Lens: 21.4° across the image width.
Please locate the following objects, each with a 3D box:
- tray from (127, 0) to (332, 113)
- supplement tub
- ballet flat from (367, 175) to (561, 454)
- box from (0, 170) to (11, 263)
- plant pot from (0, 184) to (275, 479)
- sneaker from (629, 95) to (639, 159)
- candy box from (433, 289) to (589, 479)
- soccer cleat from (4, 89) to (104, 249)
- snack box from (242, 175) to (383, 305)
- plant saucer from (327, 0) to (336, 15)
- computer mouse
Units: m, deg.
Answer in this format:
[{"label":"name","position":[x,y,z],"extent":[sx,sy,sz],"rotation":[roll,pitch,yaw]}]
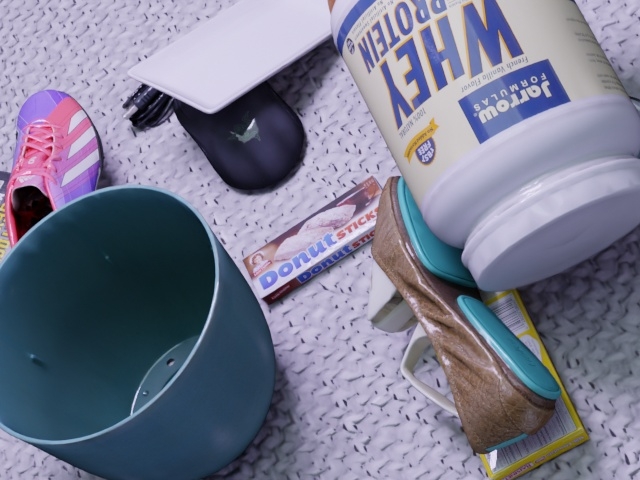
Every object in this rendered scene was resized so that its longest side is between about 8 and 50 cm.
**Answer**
[{"label":"tray","position":[-0.086,-0.227,2.024],"extent":[0.145,0.030,0.270],"rotation":[26,48,35]},{"label":"supplement tub","position":[0.174,-0.137,1.682],"extent":[0.235,0.235,0.325],"rotation":[-29,72,10]},{"label":"ballet flat","position":[0.118,0.079,1.710],"extent":[0.124,0.116,0.342],"rotation":[-47,50,21]},{"label":"box","position":[-0.378,0.035,2.067],"extent":[0.183,0.056,0.231],"rotation":[13,68,35]},{"label":"plant pot","position":[-0.183,0.126,1.784],"extent":[0.293,0.235,0.293],"rotation":[-14,55,20]},{"label":"sneaker","position":[0.251,-0.120,1.802],"extent":[0.223,0.083,0.098],"rotation":[19,76,36]},{"label":"candy box","position":[0.184,0.139,1.707],"extent":[0.105,0.027,0.206],"rotation":[-31,50,12]},{"label":"soccer cleat","position":[-0.321,-0.070,1.990],"extent":[0.108,0.116,0.318],"rotation":[-21,53,15]},{"label":"snack box","position":[0.000,0.000,1.901],"extent":[0.178,0.022,0.064],"rotation":[-33,51,6]},{"label":"plant saucer","position":[0.085,-0.266,1.921],"extent":[0.200,0.200,0.037],"rotation":[12,31,34]},{"label":"computer mouse","position":[-0.124,-0.162,2.042],"extent":[0.188,0.072,0.272],"rotation":[-42,50,-2]}]
